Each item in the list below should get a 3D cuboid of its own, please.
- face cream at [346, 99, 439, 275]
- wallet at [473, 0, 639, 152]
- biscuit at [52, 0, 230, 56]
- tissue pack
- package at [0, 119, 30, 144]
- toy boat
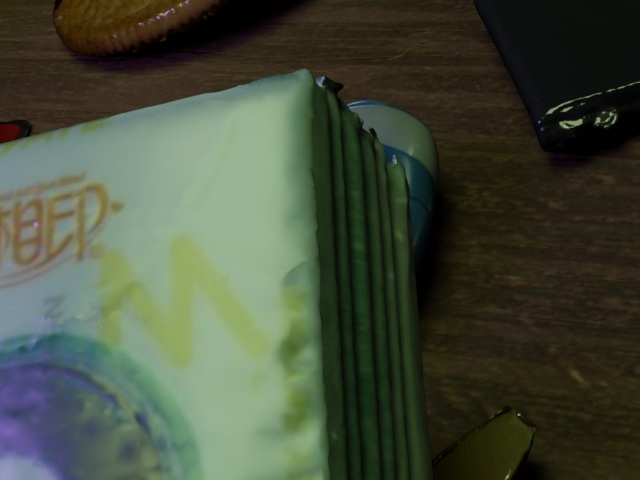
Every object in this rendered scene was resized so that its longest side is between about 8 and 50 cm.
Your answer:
[{"bbox_3d":[0.000,0.000,1.277,0.149,0.083,0.264,0,38,26],"label":"face cream"},{"bbox_3d":[0.199,-0.143,1.404,0.149,0.044,0.250,-18,31,1],"label":"wallet"},{"bbox_3d":[-0.107,-0.263,1.753,0.305,0.038,0.305,-27,30,17],"label":"biscuit"},{"bbox_3d":[-0.094,0.139,0.931,0.287,0.162,0.388,-13,60,17],"label":"tissue pack"},{"bbox_3d":[-0.377,-0.037,1.610,0.269,0.071,0.194,-5,36,6],"label":"package"},{"bbox_3d":[0.064,0.146,1.053,0.047,0.049,0.149,41,66,10],"label":"toy boat"}]
